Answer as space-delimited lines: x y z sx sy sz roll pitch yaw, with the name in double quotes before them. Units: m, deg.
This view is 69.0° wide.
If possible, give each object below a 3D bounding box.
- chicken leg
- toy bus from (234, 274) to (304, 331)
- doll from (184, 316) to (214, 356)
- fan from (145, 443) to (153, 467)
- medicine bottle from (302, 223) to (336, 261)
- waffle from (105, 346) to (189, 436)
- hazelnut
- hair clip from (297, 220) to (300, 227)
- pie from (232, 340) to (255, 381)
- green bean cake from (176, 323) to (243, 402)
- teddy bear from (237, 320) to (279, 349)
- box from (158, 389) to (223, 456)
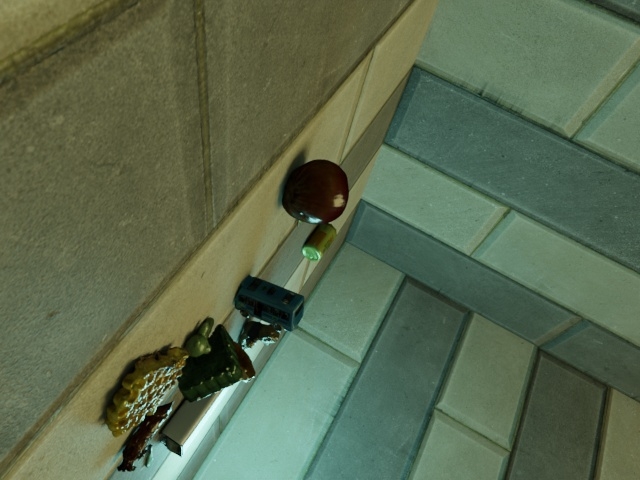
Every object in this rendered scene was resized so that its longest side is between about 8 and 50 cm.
"chicken leg" -0.533 0.592 1.423 0.233 0.063 0.105 -59 177 -20
"toy bus" -0.186 0.227 1.704 0.113 0.247 0.134 -51 156 -50
"doll" -0.367 0.306 1.462 0.115 0.078 0.150 -53 -171 30
"fan" -0.625 0.783 1.704 0.038 0.016 0.193 -57 173 -46
"medicine bottle" 0.000 0.000 2.553 0.238 0.124 0.124 -55 170 -43
"waffle" -0.447 0.376 1.213 0.283 0.065 0.309 -51 171 -41
"hazelnut" -0.023 -0.155 1.572 0.252 0.217 0.217 -32 -161 53
"hair clip" -0.051 -0.144 1.997 0.188 0.033 0.060 -56 169 -16
"pie" -0.334 0.482 1.886 0.046 0.195 0.195 -38 173 2
"green bean cake" -0.377 0.398 1.521 0.209 0.193 0.107 -23 144 -9
"teddy bear" -0.293 0.426 2.127 0.252 0.129 0.182 -15 -156 40
"box" -0.481 0.656 1.847 0.369 0.112 0.190 -52 169 -38
